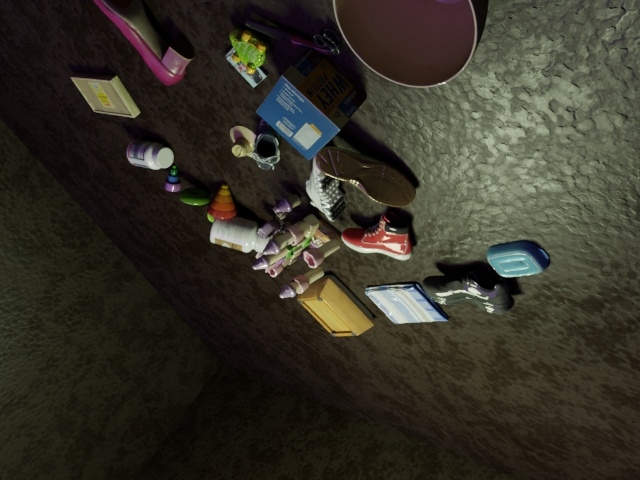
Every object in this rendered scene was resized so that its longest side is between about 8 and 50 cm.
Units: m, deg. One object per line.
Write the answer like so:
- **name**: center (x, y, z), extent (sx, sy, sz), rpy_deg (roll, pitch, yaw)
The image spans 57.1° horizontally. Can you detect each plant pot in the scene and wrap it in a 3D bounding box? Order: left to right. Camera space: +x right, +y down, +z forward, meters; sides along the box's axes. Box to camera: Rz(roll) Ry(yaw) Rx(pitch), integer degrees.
- **plant pot**: center (0.193, -0.457, 1.089), extent (0.284, 0.191, 0.284), rpy_deg (28, 151, 17)

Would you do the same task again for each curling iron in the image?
- **curling iron**: center (-0.068, -0.515, 1.461), extent (0.274, 0.035, 0.068), rpy_deg (23, 145, 23)

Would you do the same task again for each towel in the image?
- **towel**: center (0.314, 0.239, 2.183), extent (0.209, 0.034, 0.285), rpy_deg (46, 150, -19)

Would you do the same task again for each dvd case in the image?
- **dvd case**: center (-0.211, -0.498, 1.670), extent (0.119, 0.013, 0.087), rpy_deg (47, 150, -17)

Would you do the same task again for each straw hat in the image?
- **straw hat**: center (-0.264, -0.311, 1.963), extent (0.145, 0.061, 0.144), rpy_deg (27, 151, 16)

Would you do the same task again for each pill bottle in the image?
- **pill bottle**: center (-0.671, -0.338, 2.329), extent (0.180, 0.108, 0.107), rpy_deg (15, 145, 35)
- **pill bottle**: center (-0.313, -0.024, 2.345), extent (0.230, 0.131, 0.131), rpy_deg (16, 150, 2)

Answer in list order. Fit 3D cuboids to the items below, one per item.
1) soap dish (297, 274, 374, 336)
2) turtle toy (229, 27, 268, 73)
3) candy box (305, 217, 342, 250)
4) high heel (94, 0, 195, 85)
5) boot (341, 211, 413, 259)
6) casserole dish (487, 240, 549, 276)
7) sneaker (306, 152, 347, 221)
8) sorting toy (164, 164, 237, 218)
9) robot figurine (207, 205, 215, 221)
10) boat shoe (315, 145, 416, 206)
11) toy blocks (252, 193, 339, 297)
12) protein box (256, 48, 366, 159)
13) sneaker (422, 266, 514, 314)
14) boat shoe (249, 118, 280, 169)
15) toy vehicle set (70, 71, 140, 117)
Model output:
- **soap dish**: center (0.054, 0.280, 2.445), extent (0.291, 0.118, 0.229), rpy_deg (47, 150, -17)
- **turtle toy**: center (-0.192, -0.515, 1.564), extent (0.130, 0.066, 0.095), rpy_deg (39, 129, 1)
- **candy box**: center (0.000, 0.000, 2.150), extent (0.109, 0.053, 0.187), rpy_deg (40, 150, -3)
- **high heel**: center (-0.564, -0.617, 1.751), extent (0.377, 0.127, 0.181), rpy_deg (42, 141, -17)
- **boot**: center (0.172, -0.037, 1.870), extent (0.245, 0.088, 0.176), rpy_deg (12, 144, 25)
- **casserole dish**: center (0.546, 0.058, 1.644), extent (0.114, 0.037, 0.188), rpy_deg (46, 150, -18)
- **sneaker**: center (0.002, -0.181, 1.829), extent (0.118, 0.110, 0.292), rpy_deg (32, 153, 27)
- **sorting toy**: center (-0.480, -0.212, 2.350), extent (0.366, 0.127, 0.126), rpy_deg (25, 121, 25)
- **robot figurine**: center (-0.426, -0.105, 2.450), extent (0.115, 0.067, 0.101), rpy_deg (7, 135, 43)
- **boat shoe**: center (0.131, -0.191, 1.672), extent (0.303, 0.098, 0.109), rpy_deg (22, 111, -5)
- **toy blocks**: center (-0.147, 0.032, 2.056), extent (0.309, 0.260, 0.288), rpy_deg (51, 152, 14)
- **protein box**: center (-0.028, -0.356, 1.549), extent (0.200, 0.136, 0.201), rpy_deg (41, 152, -9)
- **sneaker**: center (0.451, 0.134, 1.816), extent (0.287, 0.109, 0.130), rpy_deg (6, 134, 30)
- **boat shoe**: center (-0.170, -0.289, 1.860), extent (0.095, 0.079, 0.254), rpy_deg (18, 153, -8)
- **toy vehicle set**: center (-0.822, -0.556, 2.240), extent (0.267, 0.035, 0.165), rpy_deg (15, 146, 35)
